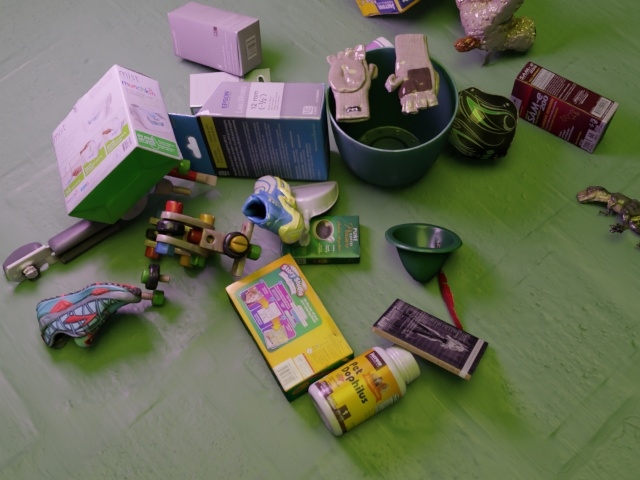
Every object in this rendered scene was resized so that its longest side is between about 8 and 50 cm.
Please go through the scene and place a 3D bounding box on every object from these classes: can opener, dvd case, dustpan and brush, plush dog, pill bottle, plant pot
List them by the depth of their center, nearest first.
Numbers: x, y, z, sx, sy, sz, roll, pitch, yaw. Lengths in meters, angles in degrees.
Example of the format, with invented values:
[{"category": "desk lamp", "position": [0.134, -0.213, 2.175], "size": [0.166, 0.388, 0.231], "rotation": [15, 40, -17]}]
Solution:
[{"category": "pill bottle", "position": [0.092, 0.296, 1.504], "size": [0.215, 0.117, 0.117], "rotation": [-29, 65, -12]}, {"category": "dvd case", "position": [0.231, 0.203, 1.547], "size": [0.221, 0.018, 0.164], "rotation": [25, 25, 16]}, {"category": "dustpan and brush", "position": [-0.032, -0.074, 1.705], "size": [0.147, 0.060, 0.211], "rotation": [-7, 20, 6]}, {"category": "can opener", "position": [-0.606, 0.005, 1.714], "size": [0.280, 0.074, 0.093], "rotation": [-30, 64, -13]}, {"category": "plant pot", "position": [0.163, -0.264, 1.730], "size": [0.293, 0.235, 0.292], "rotation": [-1, 63, 3]}, {"category": "pill bottle", "position": [-0.495, -0.127, 1.771], "size": [0.160, 0.087, 0.087], "rotation": [39, 70, 20]}, {"category": "plush dog", "position": [0.422, -0.609, 1.925], "size": [0.211, 0.262, 0.225], "rotation": [-25, 55, 16]}]

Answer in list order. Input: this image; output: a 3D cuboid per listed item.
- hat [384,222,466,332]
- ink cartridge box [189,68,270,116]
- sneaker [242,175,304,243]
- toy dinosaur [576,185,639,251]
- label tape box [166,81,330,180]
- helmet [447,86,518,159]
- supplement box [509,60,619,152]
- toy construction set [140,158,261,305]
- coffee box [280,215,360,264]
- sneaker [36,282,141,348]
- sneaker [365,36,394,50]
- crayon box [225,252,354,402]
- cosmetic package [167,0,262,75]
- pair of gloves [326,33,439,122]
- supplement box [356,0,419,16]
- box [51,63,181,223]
[{"category": "hat", "position": [0.228, 0.079, 1.666], "size": [0.173, 0.183, 0.208], "rotation": [1, 21, -4]}, {"category": "ink cartridge box", "position": [-0.229, -0.376, 1.904], "size": [0.209, 0.062, 0.108], "rotation": [-5, 61, 0]}, {"category": "sneaker", "position": [-0.122, -0.091, 1.649], "size": [0.091, 0.126, 0.240], "rotation": [-54, 39, 14]}, {"category": "toy dinosaur", "position": [0.719, -0.048, 1.691], "size": [0.268, 0.064, 0.118], "rotation": [22, 59, 10]}, {"category": "label tape box", "position": [-0.157, -0.254, 1.728], "size": [0.348, 0.249, 0.115], "rotation": [4, 62, 7]}, {"category": "helmet", "position": [0.373, -0.279, 1.770], "size": [0.162, 0.169, 0.169], "rotation": [13, 62, -9]}, {"category": "supplement box", "position": [0.585, -0.325, 1.801], "size": [0.239, 0.130, 0.073], "rotation": [32, 69, 19]}, {"category": "toy construction set", "position": [-0.260, -0.030, 1.659], "size": [0.237, 0.257, 0.308], "rotation": [11, 58, -19]}, {"category": "coffee box", "position": [0.000, 0.000, 1.707], "size": [0.184, 0.040, 0.113], "rotation": [-3, 62, 2]}, {"category": "sneaker", "position": [-0.492, 0.170, 1.599], "size": [0.262, 0.104, 0.125], "rotation": [-17, 73, 21]}, {"category": "sneaker", "position": [0.176, -0.390, 1.879], "size": [0.161, 0.102, 0.282], "rotation": [-36, 56, -11]}, {"category": "crayon box", "position": [-0.068, 0.183, 1.591], "size": [0.165, 0.081, 0.278], "rotation": [-28, 64, -12]}, {"category": "cosmetic package", "position": [-0.272, -0.525, 1.913], "size": [0.238, 0.127, 0.107], "rotation": [19, 44, 27]}, {"category": "pair of gloves", "position": [0.138, -0.352, 1.622], "size": [0.240, 0.042, 0.204], "rotation": [-10, 66, 0]}, {"category": "supplement box", "position": [0.255, -0.778, 1.977], "size": [0.357, 0.195, 0.194], "rotation": [-39, 27, -17]}, {"category": "box", "position": [-0.456, -0.206, 1.617], "size": [0.262, 0.127, 0.231], "rotation": [-37, 59, 29]}]
